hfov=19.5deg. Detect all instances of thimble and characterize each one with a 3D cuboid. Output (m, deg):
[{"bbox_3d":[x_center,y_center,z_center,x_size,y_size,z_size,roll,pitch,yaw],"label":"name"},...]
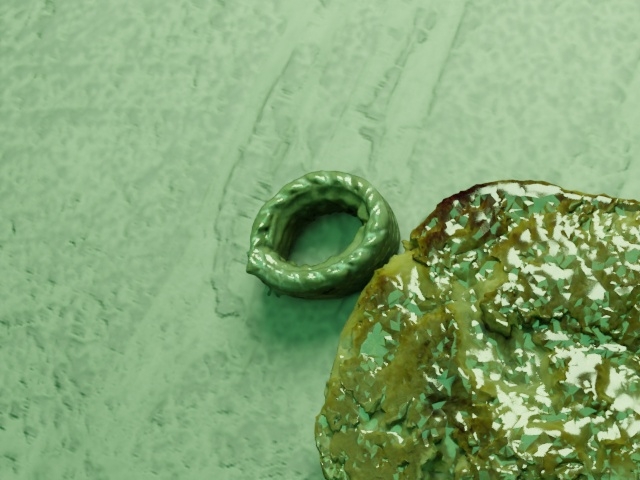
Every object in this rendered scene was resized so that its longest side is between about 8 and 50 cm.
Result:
[{"bbox_3d":[0.000,0.000,1.325,0.110,0.062,0.084,-30,71,6],"label":"thimble"}]

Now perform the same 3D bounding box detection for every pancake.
[{"bbox_3d":[0.164,0.123,1.245,0.356,0.065,0.356,-5,75,17],"label":"pancake"}]
